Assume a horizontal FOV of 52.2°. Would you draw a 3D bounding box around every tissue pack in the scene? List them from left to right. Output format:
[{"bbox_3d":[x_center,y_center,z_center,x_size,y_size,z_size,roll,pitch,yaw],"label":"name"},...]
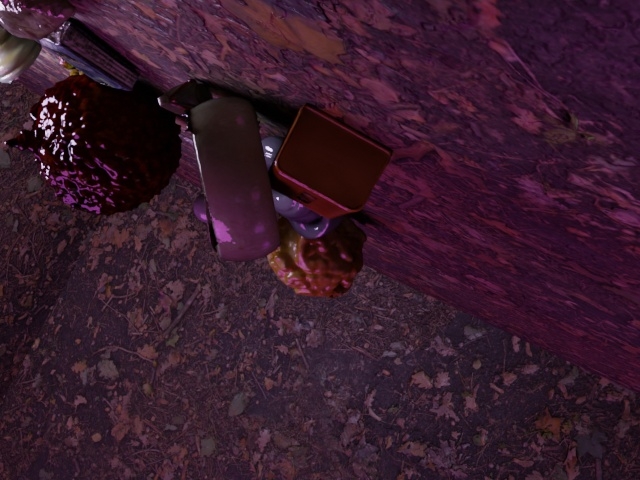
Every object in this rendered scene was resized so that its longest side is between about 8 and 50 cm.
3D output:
[{"bbox_3d":[-0.578,-0.458,1.592,0.173,0.073,0.235,24,176,31],"label":"tissue pack"},{"bbox_3d":[0.004,-0.145,1.325,0.194,0.145,0.274,26,176,-7],"label":"tissue pack"}]

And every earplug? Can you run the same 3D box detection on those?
[{"bbox_3d":[-0.049,-0.136,1.661,0.214,0.175,0.325,29,168,41],"label":"earplug"}]

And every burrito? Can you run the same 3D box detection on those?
[{"bbox_3d":[-0.616,-0.489,1.350,0.175,0.107,0.347,47,163,-33],"label":"burrito"}]

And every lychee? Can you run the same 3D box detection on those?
[{"bbox_3d":[-0.632,-0.277,1.860,0.424,0.425,0.500,24,-160,36],"label":"lychee"}]

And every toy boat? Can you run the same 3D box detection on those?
[{"bbox_3d":[-0.289,-0.312,1.449,0.071,0.089,0.185,-11,-174,15],"label":"toy boat"}]

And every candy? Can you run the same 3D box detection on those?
[{"bbox_3d":[-0.742,-0.543,1.787,0.060,0.060,0.201,23,166,44],"label":"candy"}]

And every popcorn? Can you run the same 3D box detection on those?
[{"bbox_3d":[0.000,0.000,2.096,0.349,0.349,0.382,28,136,-10],"label":"popcorn"}]

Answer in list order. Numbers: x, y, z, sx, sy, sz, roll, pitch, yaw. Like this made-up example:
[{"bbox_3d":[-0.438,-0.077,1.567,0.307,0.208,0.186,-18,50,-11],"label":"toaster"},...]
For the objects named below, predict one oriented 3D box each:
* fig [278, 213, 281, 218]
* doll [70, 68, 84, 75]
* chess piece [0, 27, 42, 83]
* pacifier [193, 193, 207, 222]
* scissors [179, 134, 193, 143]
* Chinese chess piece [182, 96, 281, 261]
[{"bbox_3d":[-0.095,-0.126,2.311,0.117,0.117,0.177,26,159,13],"label":"fig"},{"bbox_3d":[-0.732,-0.485,2.120,0.145,0.096,0.188,13,152,-10],"label":"doll"},{"bbox_3d":[-0.951,-0.603,1.832,0.175,0.176,0.298,22,160,47],"label":"chess piece"},{"bbox_3d":[-0.283,-0.167,2.005,0.288,0.269,0.343,52,178,16],"label":"pacifier"},{"bbox_3d":[-0.501,-0.377,2.365,0.189,0.015,0.100,30,177,-16],"label":"scissors"},{"bbox_3d":[-0.188,-0.127,1.389,0.146,0.350,0.349,-12,180,-8],"label":"Chinese chess piece"}]
